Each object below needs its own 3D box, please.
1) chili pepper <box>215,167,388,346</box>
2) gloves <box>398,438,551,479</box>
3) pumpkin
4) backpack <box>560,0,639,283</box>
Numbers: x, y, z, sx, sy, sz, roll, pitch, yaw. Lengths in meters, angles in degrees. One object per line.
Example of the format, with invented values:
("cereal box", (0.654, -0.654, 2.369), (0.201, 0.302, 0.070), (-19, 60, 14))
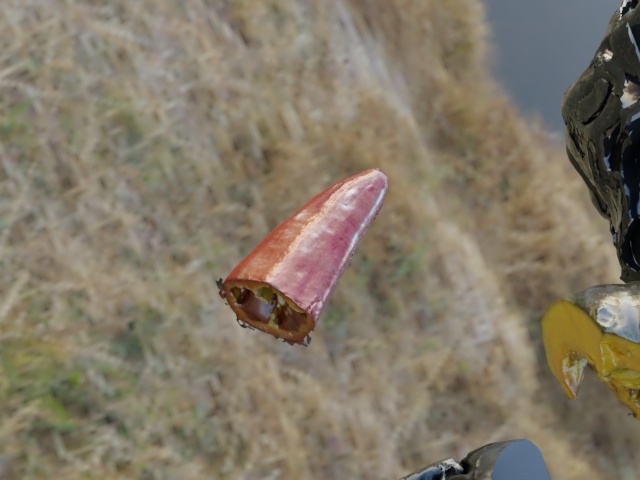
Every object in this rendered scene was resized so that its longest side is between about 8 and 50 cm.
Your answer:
("chili pepper", (0.003, 0.000, 1.502), (0.169, 0.088, 0.065), (-51, 149, -31))
("gloves", (0.080, 0.250, 1.479), (0.124, 0.203, 0.164), (31, 43, -28))
("pumpkin", (0.210, 0.095, 1.054), (0.183, 0.108, 0.119), (59, -13, 19))
("backpack", (0.349, 0.005, 1.240), (0.363, 0.255, 0.445), (12, 43, -27))
